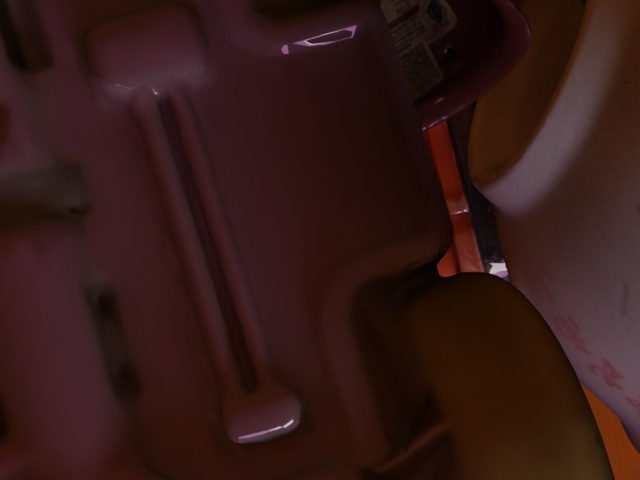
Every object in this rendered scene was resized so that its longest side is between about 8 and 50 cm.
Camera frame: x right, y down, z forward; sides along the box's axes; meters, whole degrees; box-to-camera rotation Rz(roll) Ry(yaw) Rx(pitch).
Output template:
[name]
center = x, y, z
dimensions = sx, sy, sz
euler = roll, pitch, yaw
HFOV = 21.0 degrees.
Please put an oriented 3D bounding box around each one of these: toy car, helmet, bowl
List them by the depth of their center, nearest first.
[toy car]
center = -0.080, 0.012, 0.467
dimensions = 0.242, 0.336, 0.226
euler = -19, 172, -8
[helmet]
center = -0.013, -0.099, 0.664
dimensions = 0.155, 0.106, 0.175
euler = -28, 162, 26
[bowl]
center = 0.176, -0.064, 0.899
dimensions = 0.157, 0.345, 0.345
euler = 21, 159, -11

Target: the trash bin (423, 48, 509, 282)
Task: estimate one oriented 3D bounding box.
[trash bin]
center = 0.000, 0.000, 1.056
dimensions = 0.239, 0.184, 0.161
euler = -15, 170, 0
